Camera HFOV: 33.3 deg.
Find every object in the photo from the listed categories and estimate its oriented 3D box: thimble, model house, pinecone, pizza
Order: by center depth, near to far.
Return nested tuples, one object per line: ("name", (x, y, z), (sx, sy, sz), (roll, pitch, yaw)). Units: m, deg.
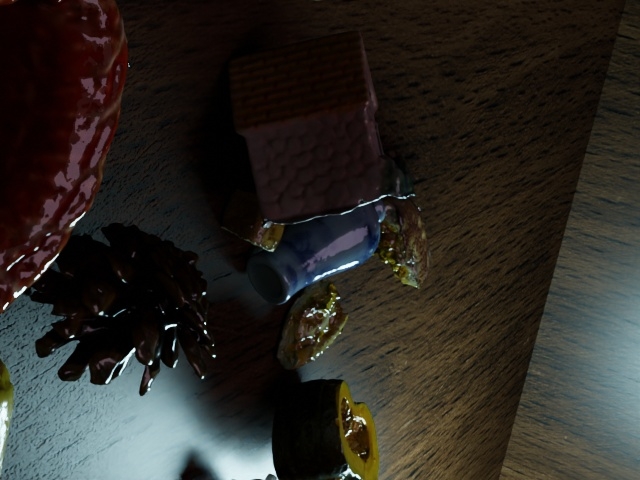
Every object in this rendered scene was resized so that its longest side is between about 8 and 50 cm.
("thimble", (-0.343, -0.115, 0.861), (0.350, 0.231, 0.350), (-45, 146, -42))
("pinecone", (-0.230, 0.081, 1.231), (0.201, 0.229, 0.202), (-10, 104, -18))
("model house", (0.007, -0.154, 1.479), (0.237, 0.202, 0.237), (-22, 99, -77))
("pizza", (-0.003, 0.130, 1.866), (0.182, 0.062, 0.161), (-21, 121, -54))
("pizza", (0.144, -0.005, 2.020), (0.305, 0.086, 0.161), (49, 43, -63))

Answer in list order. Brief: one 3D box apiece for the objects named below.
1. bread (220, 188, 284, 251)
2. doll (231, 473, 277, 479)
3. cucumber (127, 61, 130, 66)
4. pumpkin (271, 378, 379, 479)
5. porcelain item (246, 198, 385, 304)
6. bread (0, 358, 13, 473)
("bread", (-0.093, -0.030, 1.561), (0.083, 0.077, 0.070), (21, 93, -63))
("doll", (-0.163, 0.557, 1.761), (0.188, 0.099, 0.384), (89, 23, -62))
("cucumber", (-0.263, -0.154, 1.195), (0.163, 0.039, 0.043), (-55, 171, -24))
("pumpkin", (0.012, 0.378, 1.906), (0.317, 0.139, 0.221), (62, 27, -62))
("porcelain item", (0.000, 0.000, 1.708), (0.259, 0.141, 0.141), (-34, 138, -36))
("bread", (-0.424, 0.282, 0.994), (0.323, 0.143, 0.333), (-23, 127, -79))
